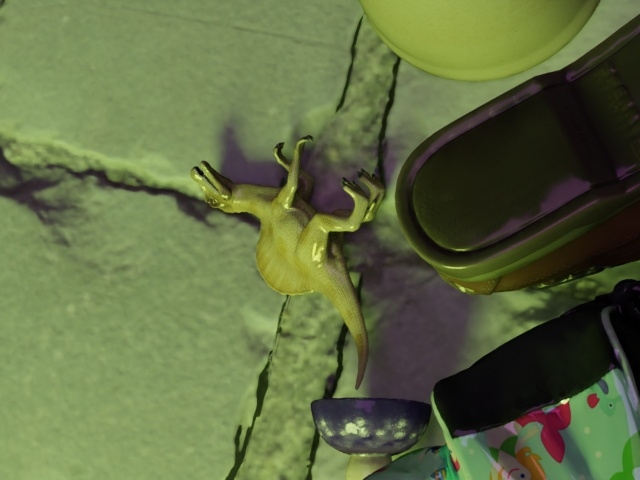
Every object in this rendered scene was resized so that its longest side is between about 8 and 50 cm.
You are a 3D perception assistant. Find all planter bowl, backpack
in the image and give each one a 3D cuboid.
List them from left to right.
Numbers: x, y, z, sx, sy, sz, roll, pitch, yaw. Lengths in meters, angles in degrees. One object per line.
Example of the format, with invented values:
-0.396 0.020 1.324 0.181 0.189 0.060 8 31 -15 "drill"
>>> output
0.083 -0.185 1.028 0.162 0.109 0.162 -3 79 17 "planter bowl"
0.146 0.169 0.837 0.191 0.225 0.253 -32 78 15 "backpack"

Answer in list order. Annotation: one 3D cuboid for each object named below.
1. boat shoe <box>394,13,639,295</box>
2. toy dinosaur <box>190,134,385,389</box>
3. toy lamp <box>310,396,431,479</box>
0.190 -0.060 0.881 0.307 0.104 0.111 -20 67 16 "boat shoe"
0.000 0.000 1.062 0.183 0.053 0.092 47 112 27 "toy dinosaur"
0.030 0.228 0.988 0.080 0.080 0.275 -1 80 18 "toy lamp"
